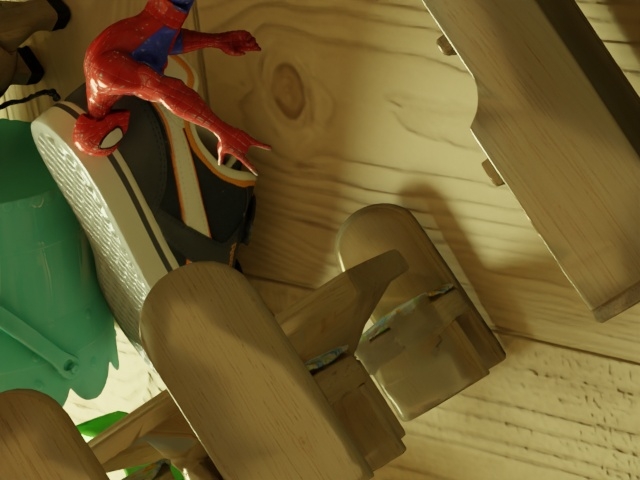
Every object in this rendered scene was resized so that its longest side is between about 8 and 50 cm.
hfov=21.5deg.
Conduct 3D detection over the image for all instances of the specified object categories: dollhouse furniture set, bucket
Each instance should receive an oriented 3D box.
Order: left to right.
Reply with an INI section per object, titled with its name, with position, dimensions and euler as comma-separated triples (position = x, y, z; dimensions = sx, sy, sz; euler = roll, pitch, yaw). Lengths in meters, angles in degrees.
[bucket]
position = -0.300, 0.019, 1.358
dimensions = 0.281, 0.281, 0.183
euler = 18, 117, 37
[dollhouse furniture set]
position = 0.000, 0.000, 1.012
dimensions = 0.394, 0.362, 0.256
euler = -34, 85, 18

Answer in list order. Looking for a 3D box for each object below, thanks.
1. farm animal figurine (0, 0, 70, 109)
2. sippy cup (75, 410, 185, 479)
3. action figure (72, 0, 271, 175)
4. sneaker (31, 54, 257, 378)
[farm animal figurine]
position = -0.356, -0.201, 1.366
dimensions = 0.327, 0.172, 0.330
euler = 37, 131, 25
[sippy cup]
position = -0.143, 0.309, 1.388
dimensions = 0.224, 0.240, 0.305
euler = -4, 68, 55
[action figure]
position = -0.058, -0.161, 1.111
dimensions = 0.139, 0.091, 0.280
euler = 31, 98, -18
[sneaker]
position = -0.105, -0.004, 1.273
dimensions = 0.126, 0.127, 0.321
euler = 35, 155, 34
